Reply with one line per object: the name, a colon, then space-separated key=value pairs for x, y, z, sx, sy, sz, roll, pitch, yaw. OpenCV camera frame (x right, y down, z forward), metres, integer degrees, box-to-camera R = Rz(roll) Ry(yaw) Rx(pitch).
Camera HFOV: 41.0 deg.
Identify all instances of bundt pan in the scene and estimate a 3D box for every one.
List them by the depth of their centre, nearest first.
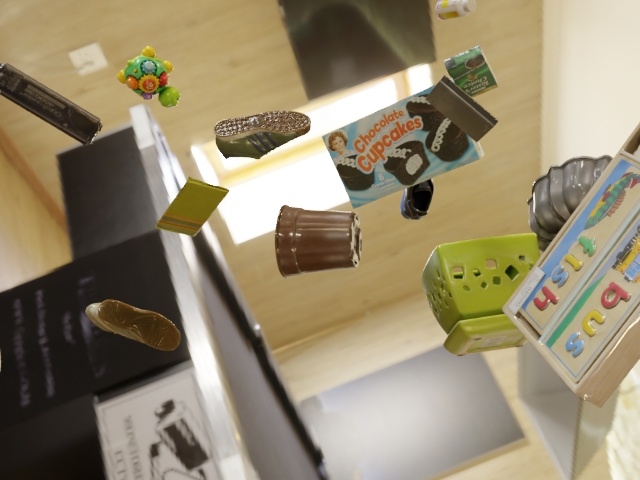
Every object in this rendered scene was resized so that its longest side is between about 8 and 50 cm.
bundt pan: x=0.627 y=-0.030 z=1.935 sx=0.331 sy=0.330 sz=0.124 roll=70 pitch=32 yaw=-42

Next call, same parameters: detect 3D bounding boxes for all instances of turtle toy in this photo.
turtle toy: x=-0.330 y=-0.312 z=1.686 sx=0.130 sy=0.095 sz=0.066 roll=36 pitch=20 yaw=-42

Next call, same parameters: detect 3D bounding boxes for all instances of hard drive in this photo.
hard drive: x=0.271 y=-0.252 z=1.645 sx=0.135 sy=0.022 sz=0.094 roll=40 pitch=-16 yaw=0

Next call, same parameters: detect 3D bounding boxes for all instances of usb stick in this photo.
usb stick: x=-0.661 y=-0.328 z=2.067 sx=0.278 sy=0.077 sz=0.045 roll=31 pitch=-10 yaw=-14

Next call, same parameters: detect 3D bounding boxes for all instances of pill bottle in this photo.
pill bottle: x=0.285 y=-0.489 z=1.799 sx=0.083 sy=0.043 sz=0.043 roll=5 pitch=-57 yaw=48

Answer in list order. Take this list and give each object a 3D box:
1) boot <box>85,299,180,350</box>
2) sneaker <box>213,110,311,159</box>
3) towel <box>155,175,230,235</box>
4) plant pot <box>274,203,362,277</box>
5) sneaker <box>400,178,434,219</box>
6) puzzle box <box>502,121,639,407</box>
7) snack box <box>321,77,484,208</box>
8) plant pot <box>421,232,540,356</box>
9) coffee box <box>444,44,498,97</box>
boot: x=-0.454 y=0.203 z=2.068 sx=0.213 sy=0.077 sz=0.165 roll=27 pitch=-18 yaw=-23
sneaker: x=-0.114 y=-0.202 z=1.700 sx=0.086 sy=0.192 sz=0.064 roll=91 pitch=-11 yaw=-50
towel: x=-0.297 y=-0.075 z=1.973 sx=0.237 sy=0.102 sz=0.021 roll=-43 pitch=-140 yaw=52
plant pot: x=0.000 y=0.000 z=1.896 sx=0.167 sy=0.165 sz=0.167 roll=-1 pitch=90 yaw=-75
sneaker: x=0.252 y=-0.166 z=2.160 sx=0.090 sy=0.081 sz=0.232 roll=174 pitch=-82 yaw=-71
puzzle box: x=0.443 y=0.007 z=1.228 sx=0.052 sy=0.409 sz=0.272 roll=29 pitch=12 yaw=-20
snack box: x=0.181 y=-0.214 z=1.920 sx=0.187 sy=0.322 sz=0.060 roll=65 pitch=26 yaw=-6
plant pot: x=0.362 y=0.128 z=1.878 sx=0.228 sy=0.227 sz=0.207 roll=98 pitch=-16 yaw=-69
coffee box: x=0.437 y=-0.480 z=2.470 sx=0.184 sy=0.113 sz=0.040 roll=41 pitch=32 yaw=-58
